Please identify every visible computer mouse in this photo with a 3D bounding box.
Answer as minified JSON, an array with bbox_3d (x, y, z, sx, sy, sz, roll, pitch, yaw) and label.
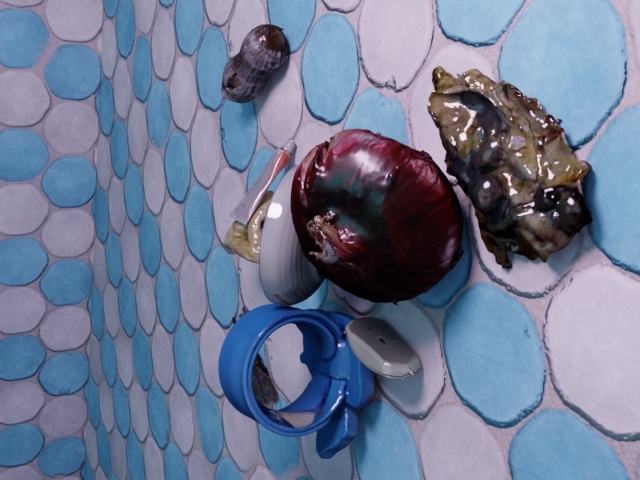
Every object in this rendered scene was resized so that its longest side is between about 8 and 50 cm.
[{"bbox_3d":[0.115,0.204,1.401,0.181,0.089,0.056,40,137,48],"label":"computer mouse"}]

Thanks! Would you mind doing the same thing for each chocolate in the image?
[{"bbox_3d":[-0.151,-0.397,1.764,0.248,0.110,0.110,-33,65,53],"label":"chocolate"}]

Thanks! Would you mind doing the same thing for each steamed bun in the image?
[{"bbox_3d":[-0.115,-0.031,1.731,0.172,0.141,0.155,29,104,52],"label":"steamed bun"}]

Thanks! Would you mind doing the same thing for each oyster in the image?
[{"bbox_3d":[0.254,-0.133,1.123,0.221,0.096,0.361,-40,62,46],"label":"oyster"}]

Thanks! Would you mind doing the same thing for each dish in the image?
[{"bbox_3d":[0.000,0.000,1.482,0.134,0.273,0.273,11,107,18],"label":"dish"}]

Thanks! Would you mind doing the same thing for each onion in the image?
[{"bbox_3d":[0.081,-0.031,1.264,0.314,0.232,0.314,18,129,25],"label":"onion"}]

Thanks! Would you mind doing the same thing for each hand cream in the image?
[{"bbox_3d":[-0.120,-0.130,1.699,0.216,0.038,0.052,-56,18,-6],"label":"hand cream"}]

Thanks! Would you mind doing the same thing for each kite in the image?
[{"bbox_3d":[-0.175,0.305,1.968,0.152,0.015,0.285,-51,51,49],"label":"kite"}]

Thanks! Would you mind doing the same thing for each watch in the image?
[{"bbox_3d":[-0.054,0.278,1.508,0.241,0.274,0.305,1,89,59],"label":"watch"}]
